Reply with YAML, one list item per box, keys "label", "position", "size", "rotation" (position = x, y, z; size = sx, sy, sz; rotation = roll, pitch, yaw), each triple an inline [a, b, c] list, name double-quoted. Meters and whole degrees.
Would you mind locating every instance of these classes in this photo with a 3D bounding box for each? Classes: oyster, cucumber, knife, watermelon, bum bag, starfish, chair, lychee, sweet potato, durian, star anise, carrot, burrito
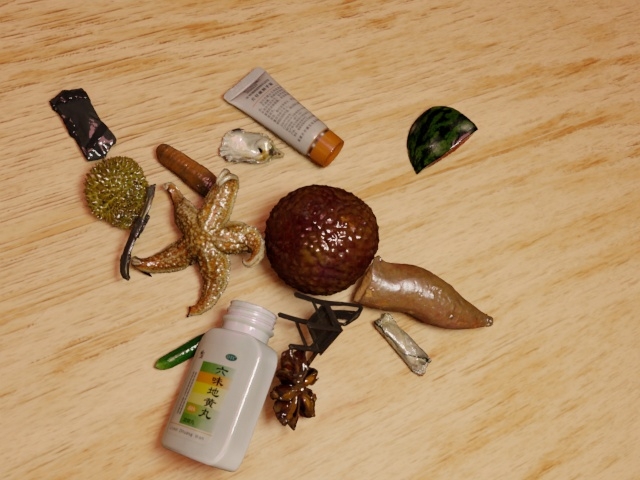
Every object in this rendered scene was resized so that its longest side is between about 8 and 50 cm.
- label: "oyster"
  position: [-0.176, -0.232, 1.458]
  size: [0.146, 0.045, 0.121]
  rotation: [-28, 84, -12]
- label: "cucumber"
  position: [-0.286, 0.238, 1.286]
  size: [0.155, 0.037, 0.037]
  rotation: [-30, 81, -19]
- label: "knife"
  position: [-0.399, -0.020, 1.294]
  size: [0.046, 0.021, 0.222]
  rotation: [4, 74, 32]
- label: "watermelon"
  position: [0.300, -0.285, 1.556]
  size: [0.193, 0.137, 0.145]
  rotation: [-35, 82, 22]
- label: "bum bag"
  position: [-0.553, -0.276, 1.382]
  size: [0.087, 0.049, 0.197]
  rotation: [-33, 83, -15]
- label: "starfish"
  position: [-0.276, -0.007, 1.319]
  size: [0.303, 0.113, 0.312]
  rotation: [-30, 80, 7]
- label: "chair"
  position: [0.022, 0.187, 1.295]
  size: [0.212, 0.084, 0.101]
  rotation: [17, 34, -37]
- label: "lychee"
  position: [0.000, 0.000, 1.315]
  size: [0.261, 0.260, 0.260]
  rotation: [4, 72, -12]
- label: "sweet potato"
  position: [0.252, 0.132, 1.402]
  size: [0.337, 0.131, 0.131]
  rotation: [16, 70, -8]
- label: "durian"
  position: [-0.449, -0.099, 1.325]
  size: [0.146, 0.102, 0.208]
  rotation: [-17, 81, -24]
- label: "star anise"
  position: [-0.040, 0.307, 1.281]
  size: [0.234, 0.073, 0.177]
  rotation: [-5, 96, -58]
- label: "carrot"
  position: [-0.311, -0.167, 1.400]
  size: [0.186, 0.060, 0.060]
  rotation: [39, 68, 5]
- label: "burrito"
  position: [0.194, 0.243, 1.396]
  size: [0.051, 0.042, 0.171]
  rotation: [-41, 82, -24]

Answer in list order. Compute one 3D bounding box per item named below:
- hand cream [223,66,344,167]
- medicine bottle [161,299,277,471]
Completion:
- label: "hand cream"
  position: [-0.089, -0.306, 1.482]
  size: [0.314, 0.089, 0.140]
  rotation: [43, 67, 7]
- label: "medicine bottle"
  position: [-0.192, 0.290, 1.222]
  size: [0.124, 0.179, 0.324]
  rotation: [45, 59, -45]
